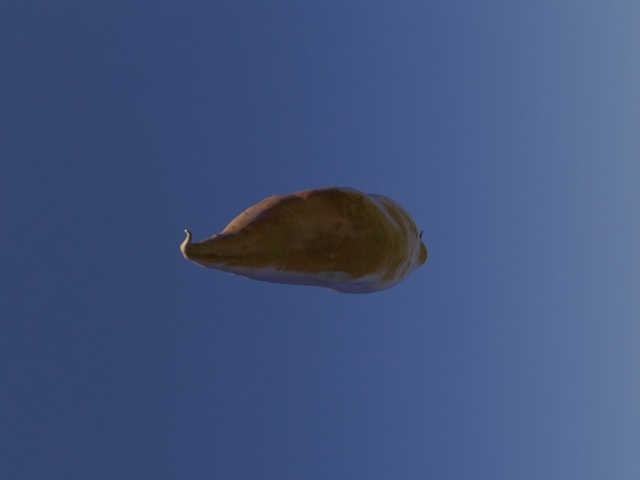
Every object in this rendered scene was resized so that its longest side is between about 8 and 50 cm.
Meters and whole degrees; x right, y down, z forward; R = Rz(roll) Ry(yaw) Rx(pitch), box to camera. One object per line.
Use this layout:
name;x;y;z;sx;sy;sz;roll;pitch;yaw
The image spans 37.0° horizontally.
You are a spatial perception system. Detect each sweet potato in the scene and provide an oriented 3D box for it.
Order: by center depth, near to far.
sweet potato;0.000;0.000;0.444;0.195;0.056;0.056;3;-97;-54
